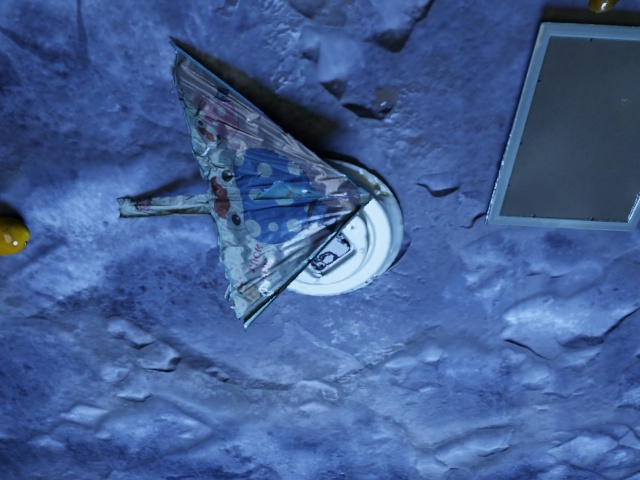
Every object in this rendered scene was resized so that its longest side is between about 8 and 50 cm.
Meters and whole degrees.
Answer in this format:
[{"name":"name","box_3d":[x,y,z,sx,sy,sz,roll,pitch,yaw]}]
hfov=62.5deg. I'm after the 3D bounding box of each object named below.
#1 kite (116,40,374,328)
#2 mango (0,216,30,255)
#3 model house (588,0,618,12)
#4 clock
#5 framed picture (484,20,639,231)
[{"name":"kite","box_3d":[-0.111,-0.053,0.692,0.368,0.014,0.406,-1,116,17]},{"name":"mango","box_3d":[-0.459,-0.007,0.755,0.089,0.046,0.060,4,124,15]},{"name":"model house","box_3d":[0.259,-0.345,0.435,0.199,0.219,0.229,-49,125,-16]},{"name":"clock","box_3d":[0.000,0.000,0.742,0.236,0.053,0.237,1,125,2]},{"name":"framed picture","box_3d":[0.340,-0.130,0.664,0.217,0.017,0.274,5,125,-1]}]
